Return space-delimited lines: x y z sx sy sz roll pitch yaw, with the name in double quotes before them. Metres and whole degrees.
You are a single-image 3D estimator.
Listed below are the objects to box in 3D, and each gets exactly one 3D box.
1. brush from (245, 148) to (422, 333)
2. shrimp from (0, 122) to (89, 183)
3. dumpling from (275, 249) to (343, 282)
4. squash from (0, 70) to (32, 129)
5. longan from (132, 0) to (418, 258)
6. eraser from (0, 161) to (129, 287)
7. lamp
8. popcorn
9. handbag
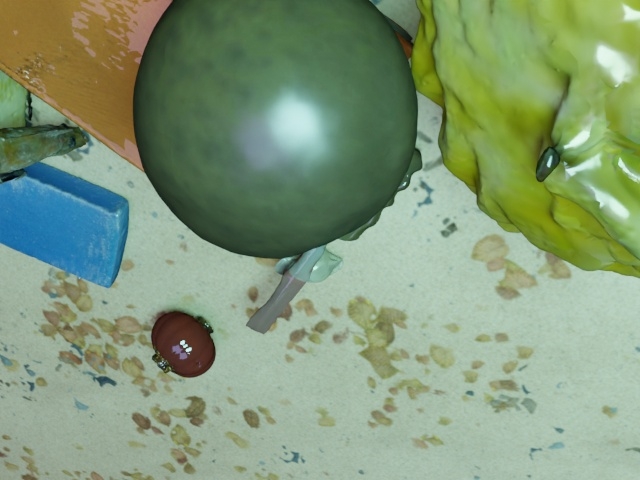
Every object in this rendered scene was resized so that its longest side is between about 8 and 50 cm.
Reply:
"brush" 0.000 0.000 0.853 0.084 0.071 0.301 32 114 -11
"shrimp" -0.364 -0.087 0.855 0.126 0.223 0.047 -34 86 40
"dumpling" -0.016 0.036 0.928 0.052 0.076 0.057 39 135 22
"squash" -0.430 -0.119 0.829 0.093 0.252 0.169 21 129 5
"longan" -0.045 -0.102 0.608 0.248 0.248 0.248 9 128 12
"eraser" -0.407 -0.051 1.007 0.311 0.043 0.144 22 128 2
"lamp" -0.192 0.145 1.049 0.101 0.090 0.101 39 156 21
"popcorn" 0.248 -0.151 0.559 0.349 0.381 0.349 49 159 26
"handbag" -0.143 -0.216 0.754 0.410 0.116 0.303 37 125 -11
